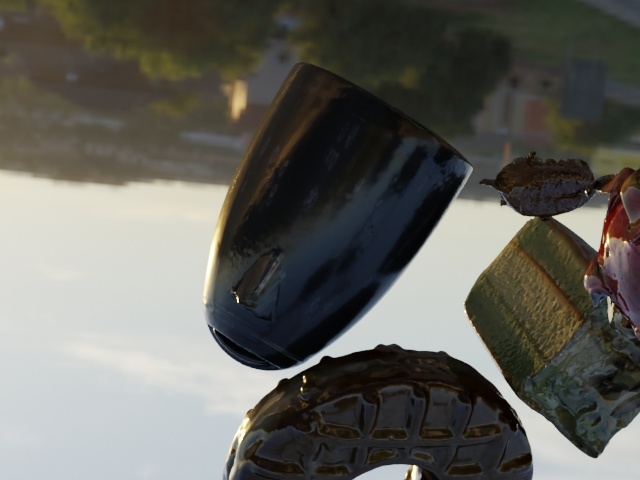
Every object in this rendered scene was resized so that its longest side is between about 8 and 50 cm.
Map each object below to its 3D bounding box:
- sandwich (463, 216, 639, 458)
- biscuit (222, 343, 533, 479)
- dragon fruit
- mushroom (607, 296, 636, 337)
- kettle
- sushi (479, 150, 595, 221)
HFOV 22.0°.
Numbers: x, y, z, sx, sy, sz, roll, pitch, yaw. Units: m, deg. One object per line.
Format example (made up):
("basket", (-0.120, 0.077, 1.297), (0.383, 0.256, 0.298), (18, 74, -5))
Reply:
("sandwich", (0.252, 0.090, 1.678), (0.227, 0.155, 0.198), (44, -172, 10))
("biscuit", (0.059, 0.247, 1.689), (0.332, 0.332, 0.103), (4, -145, -20))
("dragon fruit", (0.245, 0.006, 1.098), (0.136, 0.166, 0.133), (-1, -133, -3))
("mushroom", (0.383, 0.085, 1.357), (0.312, 0.100, 0.081), (25, -165, 9))
("kettle", (0.000, 0.000, 1.661), (0.207, 0.290, 0.268), (29, 179, 13))
("sushi", (0.209, -0.054, 1.559), (0.118, 0.061, 0.060), (9, -158, -28))
